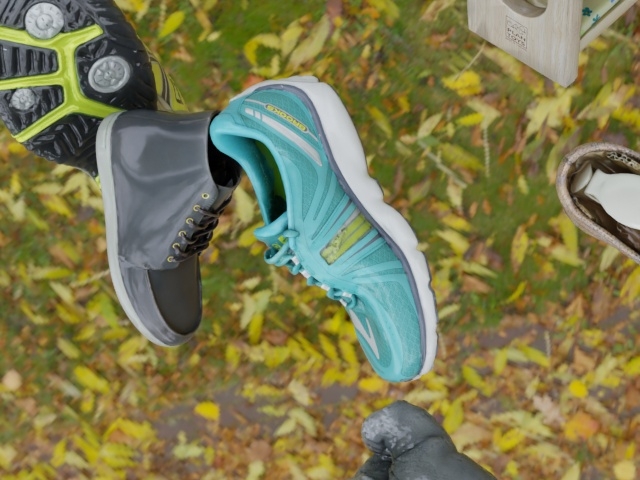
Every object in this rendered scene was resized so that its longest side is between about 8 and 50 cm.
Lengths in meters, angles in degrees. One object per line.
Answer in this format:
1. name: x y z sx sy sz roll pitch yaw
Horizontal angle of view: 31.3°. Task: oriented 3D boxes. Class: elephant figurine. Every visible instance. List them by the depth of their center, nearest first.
1. elephant figurine: 0.027 0.259 0.923 0.169 0.239 0.186 51 157 11

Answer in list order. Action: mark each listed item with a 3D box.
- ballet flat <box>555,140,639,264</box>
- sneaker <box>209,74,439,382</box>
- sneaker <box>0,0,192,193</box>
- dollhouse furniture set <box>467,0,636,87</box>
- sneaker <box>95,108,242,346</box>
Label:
1. ballet flat: 0.310 0.014 0.877 0.316 0.106 0.107 30 92 30
2. sneaker: 0.000 0.000 0.936 0.275 0.110 0.107 61 146 3
3. sneaker: -0.219 -0.145 1.082 0.145 0.147 0.384 -29 144 -1
4. dollhouse furniture set: 0.110 -0.193 0.518 0.161 0.182 0.101 39 160 28
5. sneaker: -0.120 -0.006 1.000 0.118 0.083 0.222 0 111 30
